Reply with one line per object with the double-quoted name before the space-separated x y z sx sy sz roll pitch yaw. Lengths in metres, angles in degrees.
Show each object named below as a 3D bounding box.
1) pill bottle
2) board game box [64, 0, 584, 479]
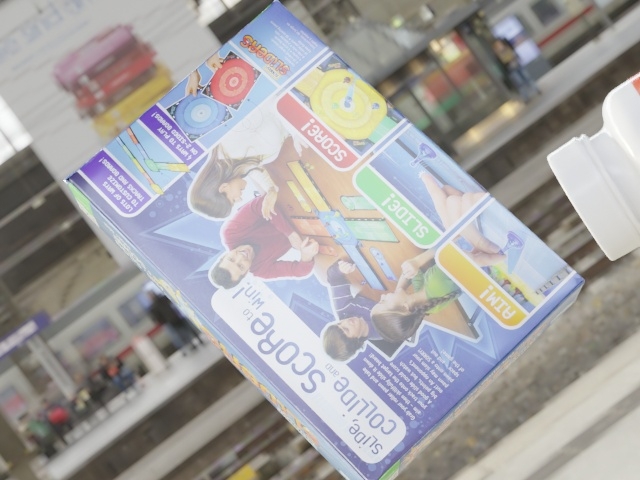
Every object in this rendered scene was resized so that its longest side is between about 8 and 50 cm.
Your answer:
"pill bottle" 0.278 -0.080 0.969 0.221 0.124 0.124 -32 2 12
"board game box" 0.000 0.000 0.630 0.136 0.201 0.035 -42 -16 -13
